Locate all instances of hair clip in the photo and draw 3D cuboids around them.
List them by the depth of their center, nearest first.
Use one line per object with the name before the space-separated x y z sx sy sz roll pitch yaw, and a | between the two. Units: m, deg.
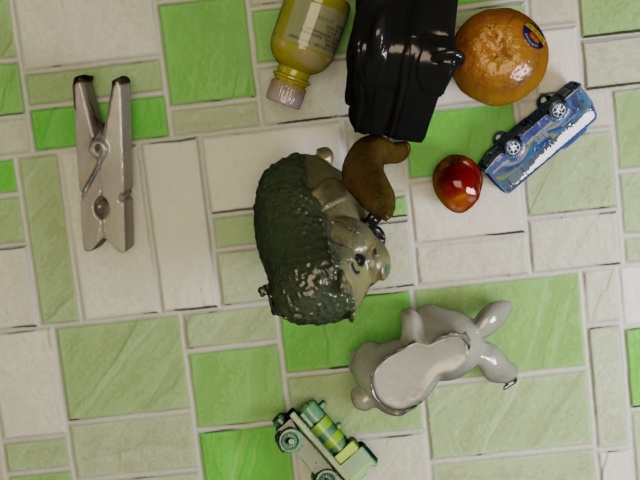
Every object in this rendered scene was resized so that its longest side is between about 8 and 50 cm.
hair clip | -0.401 -0.143 1.915 0.101 0.085 0.331 0 103 4

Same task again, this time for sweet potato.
sweet potato | 0.093 -0.126 1.780 0.108 0.346 0.079 39 117 -7

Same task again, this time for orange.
orange | 0.320 -0.330 1.837 0.177 0.155 0.178 0 90 -3

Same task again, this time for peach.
peach | 0.256 -0.104 1.896 0.100 0.101 0.101 0 97 2

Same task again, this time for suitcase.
suitcase | 0.144 -0.367 1.728 0.188 0.339 0.345 6 69 0

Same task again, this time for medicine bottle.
medicine bottle | -0.033 -0.349 1.861 0.121 0.122 0.213 20 97 -1

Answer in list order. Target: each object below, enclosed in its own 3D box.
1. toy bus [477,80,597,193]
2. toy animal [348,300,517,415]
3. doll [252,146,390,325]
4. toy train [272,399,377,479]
toy bus | 0.402 -0.191 1.894 0.236 0.079 0.094 -40 110 6
toy animal | 0.212 0.220 1.907 0.325 0.154 0.209 -6 103 -2
doll | 0.000 0.000 1.794 0.247 0.350 0.247 0 131 0
toy train | 0.002 0.396 1.973 0.132 0.083 0.200 -41 94 -5
